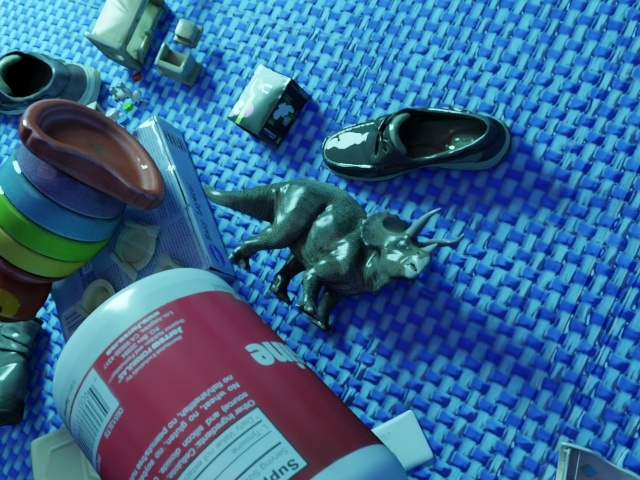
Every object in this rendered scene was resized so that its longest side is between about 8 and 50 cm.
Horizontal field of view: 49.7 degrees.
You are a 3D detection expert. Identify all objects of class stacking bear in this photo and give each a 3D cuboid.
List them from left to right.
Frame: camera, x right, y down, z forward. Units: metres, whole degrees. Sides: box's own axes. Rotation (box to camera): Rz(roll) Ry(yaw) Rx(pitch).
[{"bbox_3d":[-0.345,-0.014,0.856,0.289,0.175,0.164,-50,29,18],"label":"stacking bear"}]

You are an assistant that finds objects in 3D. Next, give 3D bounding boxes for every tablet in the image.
[{"bbox_3d":[0.073,0.221,0.730,0.083,0.006,0.054,-33,64,16],"label":"tablet"}]

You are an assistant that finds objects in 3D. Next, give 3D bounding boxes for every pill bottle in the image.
[{"bbox_3d":[-0.066,0.229,0.671,0.407,0.229,0.229,41,96,30],"label":"pill bottle"}]

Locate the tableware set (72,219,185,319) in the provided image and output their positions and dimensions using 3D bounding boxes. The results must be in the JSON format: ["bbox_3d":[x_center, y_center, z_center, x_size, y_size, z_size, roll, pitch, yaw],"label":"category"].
[{"bbox_3d":[-0.231,0.063,0.851,0.141,0.020,0.169,33,93,28],"label":"tableware set"}]

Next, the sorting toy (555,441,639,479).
[{"bbox_3d":[0.248,0.231,0.618,0.075,0.045,0.083,9,80,22],"label":"sorting toy"}]

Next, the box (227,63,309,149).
[{"bbox_3d":[-0.067,-0.172,0.889,0.062,0.052,0.083,31,90,31],"label":"box"}]

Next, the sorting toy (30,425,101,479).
[{"bbox_3d":[-0.284,0.320,0.873,0.208,0.038,0.193,-28,65,23],"label":"sorting toy"}]

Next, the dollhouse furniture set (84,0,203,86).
[{"bbox_3d":[-0.220,-0.333,1.012,0.161,0.101,0.182,23,86,6],"label":"dollhouse furniture set"}]

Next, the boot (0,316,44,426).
[{"bbox_3d":[-0.505,0.192,1.012,0.246,0.083,0.161,-13,58,24],"label":"boot"}]

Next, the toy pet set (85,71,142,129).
[{"bbox_3d":[-0.295,-0.167,0.998,0.114,0.065,0.122,-18,43,18],"label":"toy pet set"}]

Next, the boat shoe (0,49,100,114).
[{"bbox_3d":[-0.475,-0.257,1.101,0.285,0.092,0.103,12,84,31],"label":"boat shoe"}]

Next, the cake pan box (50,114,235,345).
[{"bbox_3d":[-0.259,0.003,0.931,0.245,0.070,0.267,-35,63,17],"label":"cake pan box"}]

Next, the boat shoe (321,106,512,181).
[{"bbox_3d":[0.096,-0.115,0.775,0.223,0.073,0.080,1,76,27],"label":"boat shoe"}]

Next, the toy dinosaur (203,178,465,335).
[{"bbox_3d":[0.000,0.000,0.788,0.313,0.121,0.160,32,80,35],"label":"toy dinosaur"}]
